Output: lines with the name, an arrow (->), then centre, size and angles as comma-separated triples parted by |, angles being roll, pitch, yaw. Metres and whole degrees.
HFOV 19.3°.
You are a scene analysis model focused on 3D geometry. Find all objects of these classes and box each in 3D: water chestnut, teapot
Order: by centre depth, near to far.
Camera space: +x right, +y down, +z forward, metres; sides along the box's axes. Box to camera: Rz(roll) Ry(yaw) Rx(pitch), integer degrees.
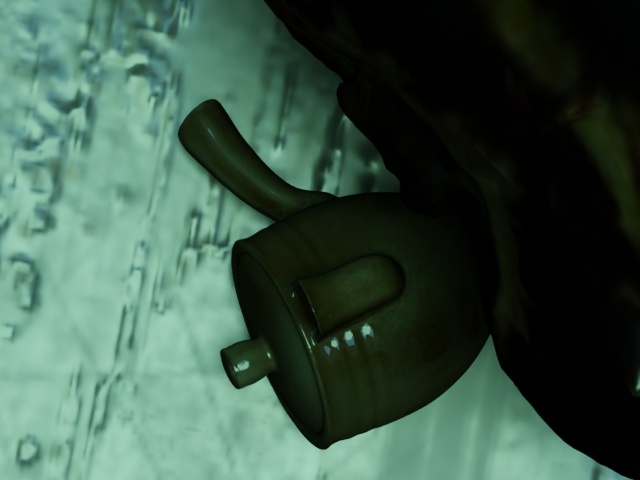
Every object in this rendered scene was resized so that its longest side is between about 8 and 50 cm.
water chestnut -> 0.127, -0.088, 0.468 | 0.300, 0.300, 0.300 | 0, 88, -14
teapot -> 0.000, 0.000, 0.544 | 0.080, 0.085, 0.110 | -23, 74, -15
